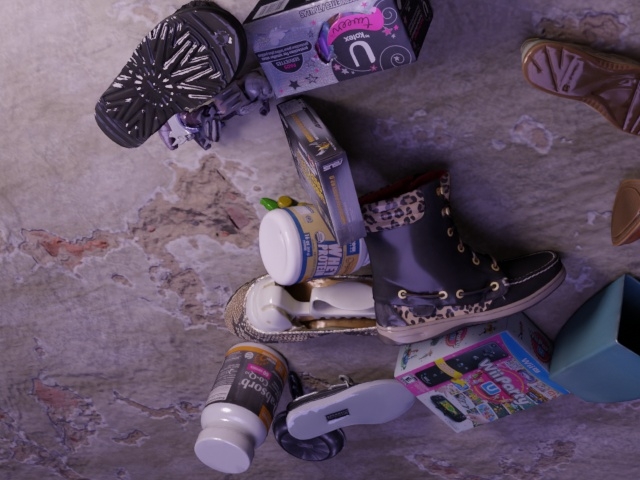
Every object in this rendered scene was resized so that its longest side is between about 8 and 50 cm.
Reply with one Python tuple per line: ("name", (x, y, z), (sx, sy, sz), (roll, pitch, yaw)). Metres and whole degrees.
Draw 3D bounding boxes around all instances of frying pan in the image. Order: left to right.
("frying pan", (-0.021, 0.470, 2.218), (0.197, 0.053, 0.326), (18, 137, 1))

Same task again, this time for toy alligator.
("toy alligator", (-0.036, -0.038, 1.749), (0.190, 0.051, 0.056), (20, 135, 0))

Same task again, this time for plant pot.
("plant pot", (0.565, 0.214, 1.708), (0.166, 0.165, 0.234), (32, 141, -12))

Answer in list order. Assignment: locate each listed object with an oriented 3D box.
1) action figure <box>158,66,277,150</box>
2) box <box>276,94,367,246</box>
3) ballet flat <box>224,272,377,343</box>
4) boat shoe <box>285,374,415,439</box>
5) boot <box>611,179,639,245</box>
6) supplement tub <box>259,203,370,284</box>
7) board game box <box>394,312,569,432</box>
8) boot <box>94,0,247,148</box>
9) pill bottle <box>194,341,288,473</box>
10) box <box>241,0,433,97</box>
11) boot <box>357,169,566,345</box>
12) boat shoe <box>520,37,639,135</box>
("action figure", (-0.166, -0.231, 1.546), (0.285, 0.185, 0.099), (-15, 99, 48))
("box", (0.000, -0.126, 1.541), (0.056, 0.231, 0.183), (-22, 129, -7))
("ballet flat", (-0.003, 0.125, 1.798), (0.483, 0.164, 0.182), (-3, 168, 18))
("boat shoe", (0.067, 0.379, 2.061), (0.306, 0.105, 0.113), (-20, 114, 3))
("boot", (0.635, -0.069, 1.477), (0.220, 0.109, 0.283), (8, 141, -8))
("supplement tub", (0.000, 0.000, 1.655), (0.200, 0.144, 0.144), (-10, 142, -27))
("board game box", (0.346, 0.276, 1.880), (0.224, 0.097, 0.303), (42, 129, -21))
("boot", (-0.202, -0.309, 1.409), (0.348, 0.260, 0.131), (-24, 113, 41))
("pill bottle", (-0.183, 0.385, 2.029), (0.162, 0.278, 0.162), (9, 134, 10))
("box", (0.031, -0.341, 1.370), (0.247, 0.163, 0.142), (-11, 125, 27))
("boot", (0.251, 0.009, 1.613), (0.377, 0.138, 0.284), (-18, 104, -3))
("boat shoe", (0.450, -0.251, 1.379), (0.285, 0.089, 0.104), (24, 119, -8))
